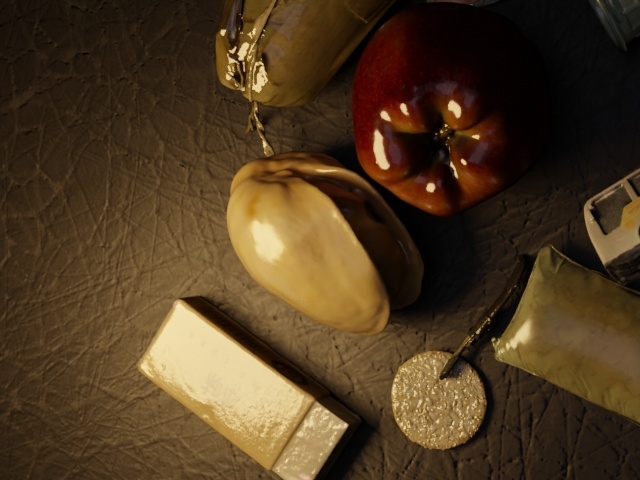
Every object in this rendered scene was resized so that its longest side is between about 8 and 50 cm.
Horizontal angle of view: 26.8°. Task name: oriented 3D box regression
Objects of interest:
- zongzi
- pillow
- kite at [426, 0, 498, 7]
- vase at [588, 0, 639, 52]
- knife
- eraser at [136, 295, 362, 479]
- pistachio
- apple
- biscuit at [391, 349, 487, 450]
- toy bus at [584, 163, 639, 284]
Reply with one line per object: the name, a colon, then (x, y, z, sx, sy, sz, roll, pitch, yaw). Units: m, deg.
zongzi: (0.081, -0.345, 1.937, 0.467, 0.218, 0.499, 12, 92, 24)
pillow: (0.406, 0.142, 1.902, 0.302, 0.075, 0.185, 25, 93, 18)
kite: (0.313, -0.435, 1.971, 0.360, 0.022, 0.204, -1, 86, 20)
vase: (0.511, -0.389, 1.834, 0.299, 0.143, 0.143, -29, 80, 11)
knife: (0.243, 0.119, 1.971, 0.021, 0.045, 0.222, 31, 96, -21)
eraser: (-0.113, 0.236, 2.085, 0.343, 0.078, 0.144, 34, 102, 17)
pistachio: (0.000, 0.000, 1.977, 0.321, 0.229, 0.238, 40, 144, 10)
apple: (0.180, -0.185, 1.859, 0.288, 0.317, 0.288, 5, 117, 9)
biscuit: (0.177, 0.238, 2.011, 0.152, 0.020, 0.152, -1, 88, 16)
toy bus: (0.524, -0.077, 1.836, 0.342, 0.097, 0.138, -33, 54, 16)
